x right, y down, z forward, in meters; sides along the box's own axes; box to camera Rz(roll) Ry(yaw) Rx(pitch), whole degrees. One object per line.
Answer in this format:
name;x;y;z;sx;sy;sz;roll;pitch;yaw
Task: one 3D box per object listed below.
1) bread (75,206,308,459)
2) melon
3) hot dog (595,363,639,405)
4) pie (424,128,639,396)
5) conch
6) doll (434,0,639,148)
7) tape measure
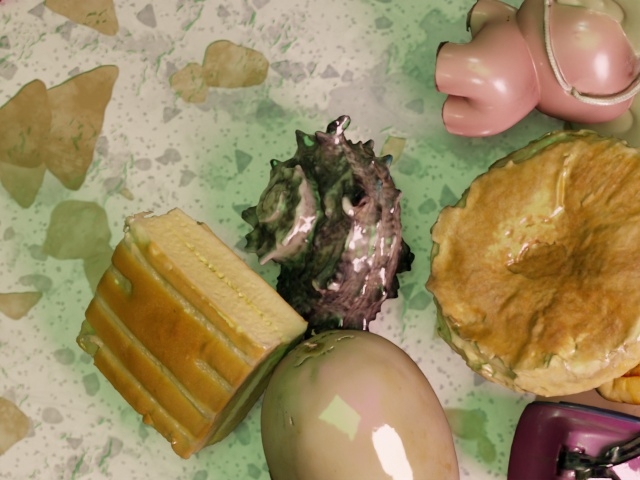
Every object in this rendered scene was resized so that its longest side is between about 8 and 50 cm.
bread;-0.176;0.114;1.776;0.246;0.111;0.239;45;126;14
melon;0.048;0.254;1.703;0.223;0.223;0.317;-21;103;4
hot dog;0.415;0.088;1.727;0.150;0.153;0.257;-5;64;35
pie;0.280;0.023;1.679;0.339;0.083;0.340;-10;63;20
conch;-0.003;-0.002;1.796;0.240;0.186;0.313;3;100;35
doll;0.307;-0.213;1.755;0.268;0.284;0.216;11;47;31
tape measure;0.340;0.274;1.664;0.231;0.245;0.149;12;84;-7
